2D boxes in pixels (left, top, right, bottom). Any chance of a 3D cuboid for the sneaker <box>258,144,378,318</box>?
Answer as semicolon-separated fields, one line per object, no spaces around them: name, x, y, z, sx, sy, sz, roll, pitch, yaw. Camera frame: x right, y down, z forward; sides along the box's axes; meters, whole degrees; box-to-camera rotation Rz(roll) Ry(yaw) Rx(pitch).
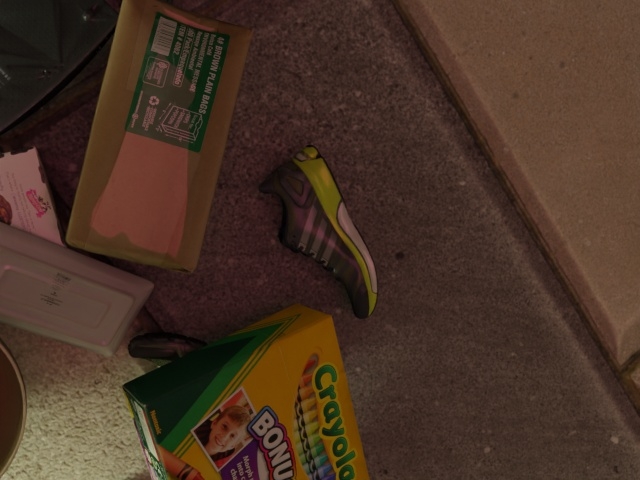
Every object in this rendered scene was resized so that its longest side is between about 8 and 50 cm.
sneaker;0.000;0.000;1.218;0.121;0.111;0.299;-27;95;-5

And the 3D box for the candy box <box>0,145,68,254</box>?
candy box;-0.484;-0.033;1.065;0.196;0.070;0.164;-16;98;-16

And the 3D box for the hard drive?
hard drive;-0.422;-0.277;1.052;0.172;0.054;0.254;44;84;4

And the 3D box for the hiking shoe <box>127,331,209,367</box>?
hiking shoe;-0.198;0.215;1.164;0.227;0.086;0.114;18;84;-19

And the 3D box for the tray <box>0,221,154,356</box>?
tray;-0.390;0.080;1.073;0.270;0.030;0.145;26;101;-32

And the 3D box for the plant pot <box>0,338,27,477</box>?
plant pot;-0.542;0.212;0.998;0.284;0.191;0.284;-1;94;-17

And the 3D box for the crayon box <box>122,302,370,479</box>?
crayon box;-0.094;0.325;1.135;0.313;0.106;0.362;-23;110;-28

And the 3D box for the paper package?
paper package;-0.232;-0.130;1.016;0.168;0.309;0.324;14;87;-18

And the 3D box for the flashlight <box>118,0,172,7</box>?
flashlight;-0.163;-0.419;1.132;0.304;0.103;0.103;-29;104;-16
